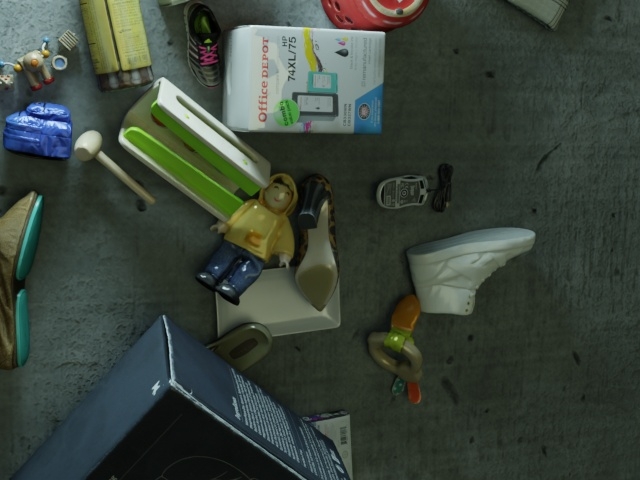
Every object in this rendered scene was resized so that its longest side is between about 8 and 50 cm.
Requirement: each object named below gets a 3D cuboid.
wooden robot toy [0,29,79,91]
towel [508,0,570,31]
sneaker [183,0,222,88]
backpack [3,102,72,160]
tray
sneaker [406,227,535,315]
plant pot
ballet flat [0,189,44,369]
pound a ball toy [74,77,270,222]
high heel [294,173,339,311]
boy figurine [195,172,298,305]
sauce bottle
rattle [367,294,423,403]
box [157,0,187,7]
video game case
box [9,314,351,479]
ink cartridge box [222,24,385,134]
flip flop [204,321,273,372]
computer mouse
[{"bbox_3d":[-0.509,-0.318,1.798,0.173,0.079,0.076,-32,109,-13],"label":"wooden robot toy"},{"bbox_3d":[0.449,-0.659,2.122,0.324,0.056,0.312,26,89,-22],"label":"towel"},{"bbox_3d":[-0.221,-0.376,1.901,0.063,0.075,0.170,-13,104,-19],"label":"sneaker"},{"bbox_3d":[-0.515,-0.201,1.808,0.120,0.098,0.101,3,100,-12],"label":"backpack"},{"bbox_3d":[-0.089,0.126,2.062,0.270,0.030,0.145,-6,100,-20],"label":"tray"},{"bbox_3d":[0.338,0.074,2.184,0.292,0.108,0.169,-12,105,-9],"label":"sneaker"},{"bbox_3d":[0.111,-0.500,1.957,0.191,0.174,0.191,-4,102,-18],"label":"plant pot"},{"bbox_3d":[-0.591,0.070,1.830,0.124,0.116,0.342,8,100,-3],"label":"ballet flat"},{"bbox_3d":[-0.280,-0.167,1.900,0.319,0.136,0.208,37,118,-26],"label":"pound a ball toy"},{"bbox_3d":[0.000,0.000,2.039,0.093,0.186,0.261,0,124,9],"label":"high heel"},{"bbox_3d":[-0.124,-0.009,1.974,0.177,0.092,0.285,33,78,8],"label":"boy figurine"},{"bbox_3d":[-0.385,-0.447,1.806,0.111,0.111,0.344,-13,104,-19],"label":"sauce bottle"},{"bbox_3d":[0.190,0.241,2.176,0.200,0.130,0.143,54,34,-33],"label":"rattle"},{"bbox_3d":[-0.204,-0.537,1.852,0.232,0.127,0.149,-19,106,-17],"label":"box"},{"bbox_3d":[-0.033,0.496,2.140,0.210,0.042,0.232,-8,102,-20],"label":"video game case"},{"bbox_3d":[-0.265,0.492,1.865,0.472,0.297,0.480,41,98,-24],"label":"box"},{"bbox_3d":[-0.039,-0.307,1.916,0.270,0.197,0.198,-2,99,-20],"label":"ink cartridge box"},{"bbox_3d":[-0.213,0.269,1.995,0.277,0.080,0.112,-34,112,4],"label":"flip flop"},{"bbox_3d":[0.197,-0.110,2.128,0.193,0.042,0.106,-4,105,-26],"label":"computer mouse"}]
